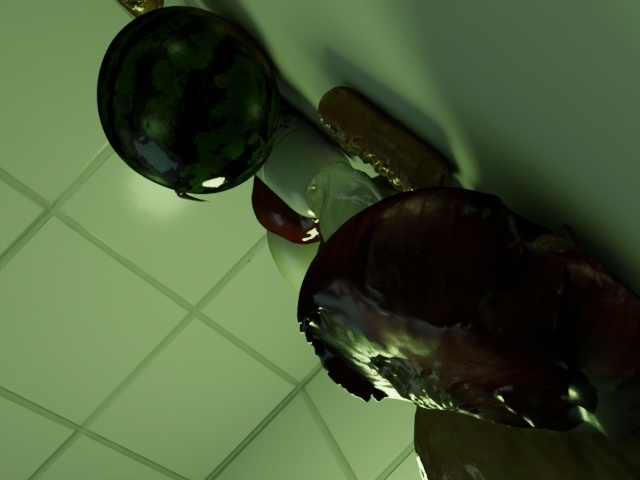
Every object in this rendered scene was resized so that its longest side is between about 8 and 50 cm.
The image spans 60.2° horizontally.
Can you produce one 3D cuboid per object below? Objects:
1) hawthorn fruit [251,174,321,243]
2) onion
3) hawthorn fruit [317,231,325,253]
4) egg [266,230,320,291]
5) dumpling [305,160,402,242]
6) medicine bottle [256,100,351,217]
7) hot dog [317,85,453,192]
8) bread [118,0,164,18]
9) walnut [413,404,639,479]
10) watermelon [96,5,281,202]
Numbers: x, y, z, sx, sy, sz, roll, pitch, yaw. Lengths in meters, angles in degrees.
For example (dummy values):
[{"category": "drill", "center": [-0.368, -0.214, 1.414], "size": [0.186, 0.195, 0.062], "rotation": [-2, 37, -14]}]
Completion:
[{"category": "hawthorn fruit", "center": [-0.037, -0.079, 1.116], "size": [0.208, 0.208, 0.248], "rotation": [44, -171, -22]}, {"category": "onion", "center": [0.127, 0.048, 0.450], "size": [0.272, 0.195, 0.272], "rotation": [16, 152, 9]}, {"category": "hawthorn fruit", "center": [0.090, 0.019, 0.826], "size": [0.181, 0.181, 0.235], "rotation": [44, -179, 11]}, {"category": "egg", "center": [0.000, 0.000, 1.471], "size": [0.345, 0.283, 0.283], "rotation": [50, 178, -24]}, {"category": "dumpling", "center": [0.094, -0.011, 0.618], "size": [0.252, 0.131, 0.179], "rotation": [33, 159, 2]}, {"category": "medicine bottle", "center": [-0.077, -0.168, 0.968], "size": [0.341, 0.130, 0.130], "rotation": [46, -179, 30]}, {"category": "hot dog", "center": [0.057, -0.091, 0.523], "size": [0.165, 0.045, 0.071], "rotation": [43, -178, 30]}, {"category": "bread", "center": [-0.327, -0.446, 0.901], "size": [0.124, 0.084, 0.344], "rotation": [52, -178, 7]}, {"category": "walnut", "center": [0.273, 0.277, 0.696], "size": [0.306, 0.306, 0.344], "rotation": [44, -172, -41]}, {"category": "watermelon", "center": [-0.177, -0.188, 0.768], "size": [0.269, 0.269, 0.269], "rotation": [44, -179, -1]}]
